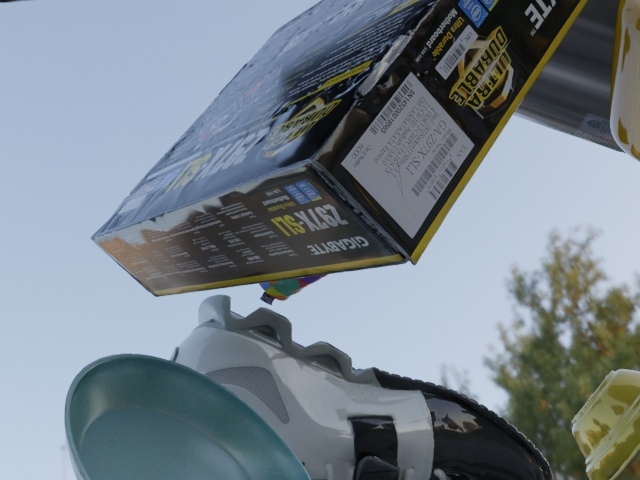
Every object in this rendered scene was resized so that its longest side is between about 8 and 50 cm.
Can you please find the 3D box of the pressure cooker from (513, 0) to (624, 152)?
[{"bbox_3d":[0.303,-0.339,1.069,0.421,0.375,0.369,20,-47,9],"label":"pressure cooker"}]

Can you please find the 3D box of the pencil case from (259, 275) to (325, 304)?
[{"bbox_3d":[0.000,0.000,1.180,0.236,0.104,0.104,-33,-40,23],"label":"pencil case"}]

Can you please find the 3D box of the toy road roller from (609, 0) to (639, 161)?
[{"bbox_3d":[0.329,-0.099,0.646,0.329,0.241,0.202,-44,-43,-37],"label":"toy road roller"}]

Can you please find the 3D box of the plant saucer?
[{"bbox_3d":[-0.051,0.093,0.321,0.119,0.119,0.021,24,-69,-41],"label":"plant saucer"}]

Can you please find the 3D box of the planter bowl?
[{"bbox_3d":[0.428,0.253,1.184,0.217,0.090,0.217,-43,-23,-23],"label":"planter bowl"}]

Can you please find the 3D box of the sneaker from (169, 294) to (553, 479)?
[{"bbox_3d":[0.020,0.176,0.669,0.331,0.146,0.122,21,-40,7],"label":"sneaker"}]

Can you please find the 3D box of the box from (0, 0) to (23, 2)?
[{"bbox_3d":[-0.148,-0.367,0.670,0.294,0.182,0.296,-44,-3,32],"label":"box"}]

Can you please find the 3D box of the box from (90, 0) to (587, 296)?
[{"bbox_3d":[0.002,-0.086,0.546,0.079,0.257,0.322,44,-27,-20],"label":"box"}]
